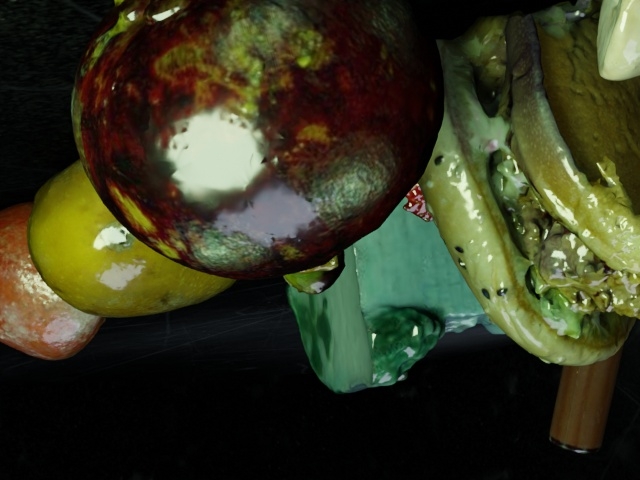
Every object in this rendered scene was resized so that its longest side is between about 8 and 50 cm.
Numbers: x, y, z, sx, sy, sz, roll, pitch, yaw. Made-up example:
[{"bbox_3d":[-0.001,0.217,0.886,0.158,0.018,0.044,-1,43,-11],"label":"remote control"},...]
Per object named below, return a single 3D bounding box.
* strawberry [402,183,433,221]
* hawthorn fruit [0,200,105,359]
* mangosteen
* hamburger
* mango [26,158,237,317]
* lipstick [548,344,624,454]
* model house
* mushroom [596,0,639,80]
[{"bbox_3d":[0.073,-0.093,1.364,0.187,0.146,0.082,21,118,-21],"label":"strawberry"},{"bbox_3d":[-0.296,0.036,1.682,0.172,0.173,0.173,-7,170,-1],"label":"hawthorn fruit"},{"bbox_3d":[-0.024,-0.061,1.010,0.231,0.231,0.289,-10,139,19],"label":"mangosteen"},{"bbox_3d":[0.216,-0.049,1.257,0.195,0.277,0.318,-22,160,36],"label":"hamburger"},{"bbox_3d":[-0.152,-0.006,1.543,0.176,0.176,0.329,39,-166,27],"label":"mango"},{"bbox_3d":[0.278,0.033,1.531,0.057,0.357,0.057,8,-166,-2],"label":"lipstick"},{"bbox_3d":[0.150,0.009,1.645,0.329,0.252,0.295,-11,171,-14],"label":"model house"},{"bbox_3d":[0.379,-0.094,1.018,0.356,0.315,0.315,-4,170,-29],"label":"mushroom"}]
